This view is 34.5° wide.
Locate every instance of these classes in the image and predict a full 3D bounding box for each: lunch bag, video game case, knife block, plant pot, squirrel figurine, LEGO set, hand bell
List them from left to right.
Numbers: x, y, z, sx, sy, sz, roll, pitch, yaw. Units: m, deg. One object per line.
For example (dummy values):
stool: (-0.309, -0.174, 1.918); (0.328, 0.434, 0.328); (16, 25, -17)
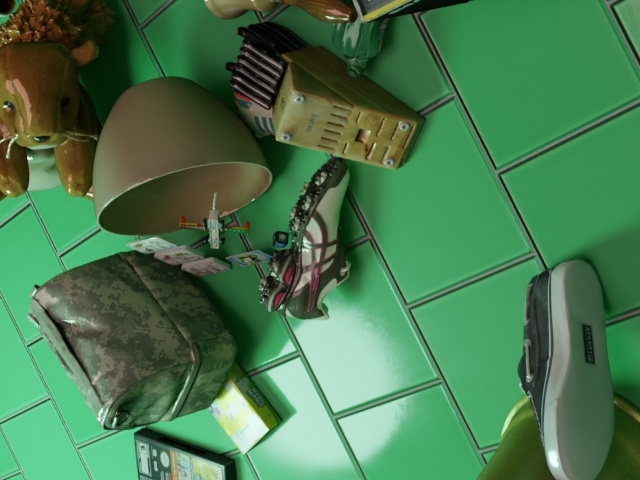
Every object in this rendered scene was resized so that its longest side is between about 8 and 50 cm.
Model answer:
squirrel figurine: (-0.479, -0.262, 1.722); (0.370, 0.281, 0.396); (119, 150, -68)
lunch bag: (-0.340, 0.174, 1.806); (0.305, 0.256, 0.212); (50, 129, 27)
plant pot: (-0.239, -0.147, 1.643); (0.284, 0.284, 0.190); (-31, 71, 41)
video game case: (-0.262, 0.529, 2.050); (0.248, 0.035, 0.274); (10, 111, 36)
LEGO set: (-0.175, -0.005, 1.719); (0.244, 0.182, 0.060); (-13, 64, 37)
hand bell: (-0.044, -0.348, 1.476); (0.242, 0.126, 0.126); (28, 122, 35)
knife block: (-0.001, -0.231, 1.544); (0.276, 0.242, 0.088); (12, 126, -16)
plant pot: (0.311, 0.365, 1.391); (0.276, 0.254, 0.276); (14, 114, 34)

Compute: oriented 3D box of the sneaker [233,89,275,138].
sneaker: (-0.070, -0.190, 1.628); (0.161, 0.057, 0.075); (30, 139, 25)

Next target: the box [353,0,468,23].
box: (0.225, -0.355, 1.192); (0.322, 0.257, 0.079); (-18, 96, 40)

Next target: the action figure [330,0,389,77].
action figure: (0.062, -0.343, 1.452); (0.137, 0.063, 0.232); (21, 115, 29)

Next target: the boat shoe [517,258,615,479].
boat shoe: (0.309, 0.174, 1.351); (0.102, 0.108, 0.301); (-26, 53, 49)

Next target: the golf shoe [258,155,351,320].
golf shoe: (0.000, 0.000, 1.621); (0.120, 0.105, 0.272); (20, 110, -10)

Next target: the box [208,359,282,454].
box: (-0.159, 0.290, 1.875); (0.179, 0.043, 0.105); (50, 130, 10)

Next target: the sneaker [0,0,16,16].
sneaker: (-0.658, -0.448, 1.952); (0.290, 0.106, 0.123); (-34, 90, 44)
